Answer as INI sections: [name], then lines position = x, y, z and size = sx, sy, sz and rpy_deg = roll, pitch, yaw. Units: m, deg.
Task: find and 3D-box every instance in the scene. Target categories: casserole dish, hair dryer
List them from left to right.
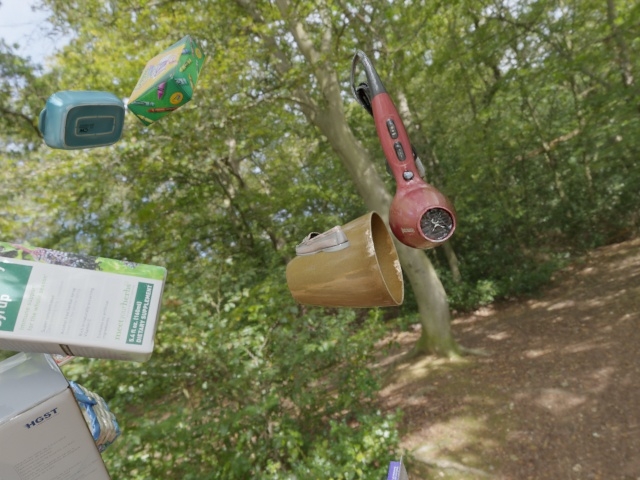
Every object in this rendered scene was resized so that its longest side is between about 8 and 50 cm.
[casserole dish]
position = -0.447, -0.228, 0.889
size = 0.188, 0.037, 0.114
rpy_deg = -33, -34, -61
[hair dryer]
position = 0.092, -0.086, 0.569
size = 0.080, 0.293, 0.223
rpy_deg = -29, -48, 9

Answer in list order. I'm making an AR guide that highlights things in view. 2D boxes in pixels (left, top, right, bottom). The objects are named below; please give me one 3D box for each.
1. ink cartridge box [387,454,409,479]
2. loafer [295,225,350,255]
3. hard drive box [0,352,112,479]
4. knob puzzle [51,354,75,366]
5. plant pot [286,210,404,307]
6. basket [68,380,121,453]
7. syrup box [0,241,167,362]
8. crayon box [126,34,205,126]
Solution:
[ink cartridge box]
position = 0.178, 0.659, 1.112
size = 0.045, 0.206, 0.208
rpy_deg = 1, -47, 20
[loafer]
position = 0.000, 0.000, 0.754
size = 0.045, 0.039, 0.125
rpy_deg = -23, 9, -38
[hard drive box]
position = -0.365, 0.264, 0.535
size = 0.181, 0.089, 0.232
rpy_deg = -27, -46, -35
[knob puzzle]
position = -0.755, 0.271, 1.308
size = 0.030, 0.213, 0.213
rpy_deg = -41, -16, 18
[plant pot]
position = 0.051, 0.074, 1.155
size = 0.255, 0.236, 0.237
rpy_deg = -17, -8, 19
[basket]
position = -0.621, 0.444, 1.047
size = 0.255, 0.201, 0.289
rpy_deg = -45, -32, -5
[syrup box]
position = -0.293, 0.065, 0.481
size = 0.237, 0.093, 0.096
rpy_deg = 12, -24, -19
[crayon box]
position = -0.437, -0.464, 1.323
size = 0.166, 0.278, 0.081
rpy_deg = -23, -48, 19
